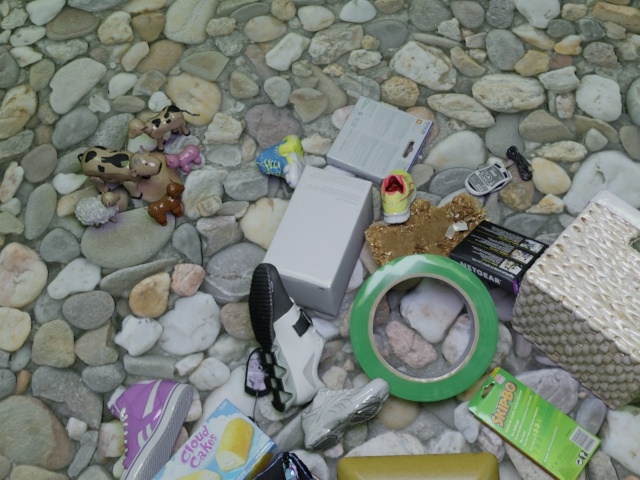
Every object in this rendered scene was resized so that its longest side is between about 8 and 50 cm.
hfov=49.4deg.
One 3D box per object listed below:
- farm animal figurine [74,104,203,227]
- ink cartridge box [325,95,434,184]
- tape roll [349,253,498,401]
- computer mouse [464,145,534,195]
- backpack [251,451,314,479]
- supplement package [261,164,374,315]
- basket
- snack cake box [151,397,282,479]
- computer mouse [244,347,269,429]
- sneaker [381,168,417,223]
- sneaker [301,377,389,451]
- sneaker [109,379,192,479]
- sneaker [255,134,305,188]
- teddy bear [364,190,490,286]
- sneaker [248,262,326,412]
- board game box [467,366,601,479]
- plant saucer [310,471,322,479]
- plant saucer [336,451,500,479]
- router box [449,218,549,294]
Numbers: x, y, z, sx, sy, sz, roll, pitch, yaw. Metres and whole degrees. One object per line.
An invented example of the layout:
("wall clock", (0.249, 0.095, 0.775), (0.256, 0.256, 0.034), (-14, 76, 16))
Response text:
("farm animal figurine", (-0.483, -0.211, 1.832), (0.327, 0.172, 0.330), (-7, 62, 2))
("ink cartridge box", (0.161, -0.262, 1.869), (0.224, 0.045, 0.223), (23, 68, 15))
("tape roll", (0.226, 0.190, 1.542), (0.321, 0.077, 0.321), (0, 85, 5))
("computer mouse", (0.452, -0.167, 1.795), (0.193, 0.042, 0.106), (-26, 68, -15))
("backpack", (-0.062, 0.535, 1.386), (0.158, 0.117, 0.173), (-38, 65, -14))
("supplement package", (0.000, 0.000, 1.672), (0.175, 0.177, 0.293), (16, 64, 14))
("basket", (0.613, 0.133, 1.459), (0.266, 0.331, 0.328), (-43, 66, -14))
("snack cake box", (-0.227, 0.483, 1.449), (0.152, 0.089, 0.264), (35, 73, 25))
("computer mouse", (-0.145, 0.363, 1.580), (0.071, 0.041, 0.242), (10, 68, -8))
("sneaker", (0.188, -0.130, 1.694), (0.081, 0.094, 0.208), (-9, 32, 12))
("sneaker", (0.041, 0.352, 1.504), (0.232, 0.090, 0.115), (-38, 52, 13))
("sneaker", (-0.404, 0.429, 1.523), (0.161, 0.102, 0.282), (8, 44, 14))
("sneaker", (-0.102, -0.186, 1.810), (0.126, 0.091, 0.240), (-21, 29, 11))
("teddy bear", (0.278, -0.005, 1.702), (0.338, 0.113, 0.245), (-35, 71, -21))
("sneaker", (-0.066, 0.202, 1.561), (0.146, 0.122, 0.330), (-14, 97, -28))
("board game box", (0.454, 0.397, 1.500), (0.259, 0.039, 0.124), (37, 71, 19))
("plant saucer", (-0.088, 0.607, 1.440), (0.278, 0.041, 0.278), (-2, 62, 4))
("plant saucer", (0.202, 0.590, 1.356), (0.333, 0.081, 0.333), (-3, 74, 1))
("router box", (0.401, 0.033, 1.568), (0.133, 0.046, 0.179), (-40, 43, -22))
